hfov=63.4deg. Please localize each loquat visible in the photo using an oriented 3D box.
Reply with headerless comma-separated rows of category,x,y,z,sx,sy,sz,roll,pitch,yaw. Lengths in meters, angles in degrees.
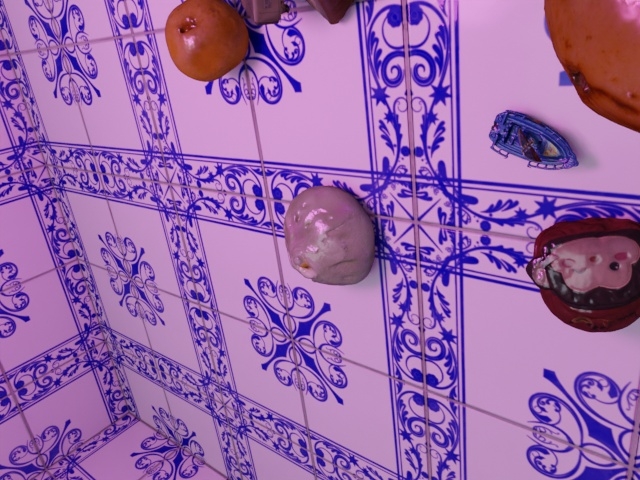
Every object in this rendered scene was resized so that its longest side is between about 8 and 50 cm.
loquat,-0.289,-0.509,1.313,0.208,0.208,0.208,21,125,33

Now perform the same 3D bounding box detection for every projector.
projector,-0.141,-0.606,1.113,0.194,0.088,0.270,92,160,-46

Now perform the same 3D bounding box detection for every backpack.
backpack,0.503,0.066,0.958,0.229,0.139,0.230,8,111,21

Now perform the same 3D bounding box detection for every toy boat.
toy boat,0.384,-0.171,0.950,0.175,0.110,0.091,32,131,24

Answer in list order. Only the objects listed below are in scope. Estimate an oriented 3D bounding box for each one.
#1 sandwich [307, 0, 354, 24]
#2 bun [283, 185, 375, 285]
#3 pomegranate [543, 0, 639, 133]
sandwich,0.004,-0.539,1.043,0.108,0.186,0.220,50,137,13
bun,0.000,0.000,1.344,0.283,0.179,0.284,20,121,35
pomegranate,0.488,-0.324,0.615,0.409,0.410,0.411,21,125,33
